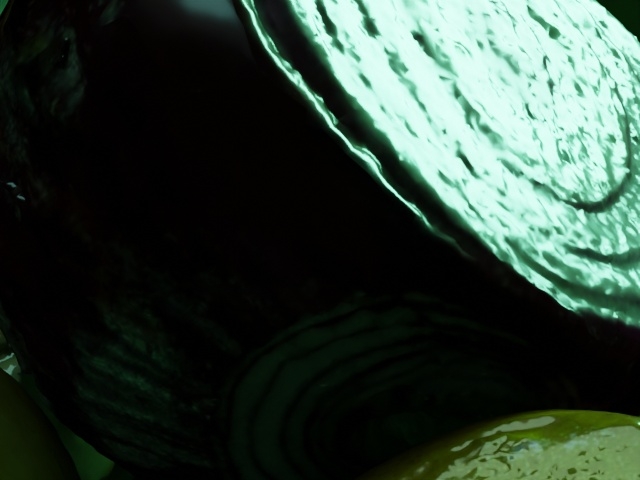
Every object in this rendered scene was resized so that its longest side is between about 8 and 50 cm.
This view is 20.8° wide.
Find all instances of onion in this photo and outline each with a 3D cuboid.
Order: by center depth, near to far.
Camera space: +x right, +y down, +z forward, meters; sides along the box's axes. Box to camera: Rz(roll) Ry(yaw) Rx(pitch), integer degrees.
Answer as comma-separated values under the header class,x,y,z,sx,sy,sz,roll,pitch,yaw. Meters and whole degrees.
class,x,y,z,sx,sy,sz,roll,pitch,yaw
onion,0.000,0.000,0.758,0.260,0.336,0.282,-43,48,30

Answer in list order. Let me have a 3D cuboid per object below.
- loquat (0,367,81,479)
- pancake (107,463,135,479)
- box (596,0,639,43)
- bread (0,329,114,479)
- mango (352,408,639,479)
class,x,y,z,sx,sy,sz,roll,pitch,yaw
loquat,-0.190,0.137,0.706,0.208,0.208,0.208,-18,19,6
pancake,-0.142,0.085,1.017,0.241,0.050,0.242,-17,18,6
box,0.262,-0.121,0.984,0.328,0.178,0.253,-7,24,35
bread,-0.192,0.053,0.928,0.239,0.111,0.246,-13,34,31
mango,0.042,0.137,0.614,0.217,0.102,0.141,-21,43,8
